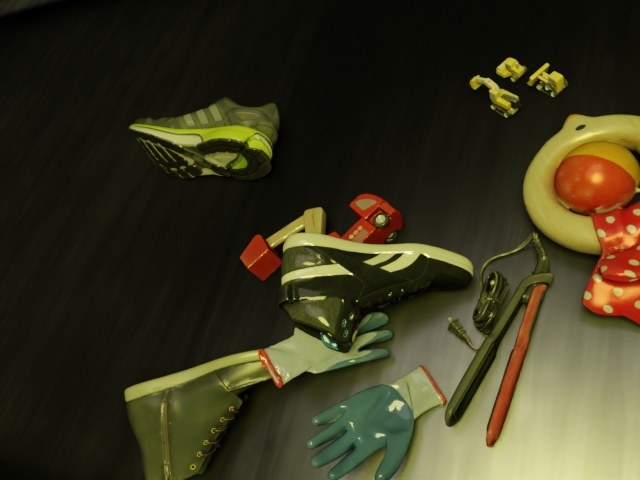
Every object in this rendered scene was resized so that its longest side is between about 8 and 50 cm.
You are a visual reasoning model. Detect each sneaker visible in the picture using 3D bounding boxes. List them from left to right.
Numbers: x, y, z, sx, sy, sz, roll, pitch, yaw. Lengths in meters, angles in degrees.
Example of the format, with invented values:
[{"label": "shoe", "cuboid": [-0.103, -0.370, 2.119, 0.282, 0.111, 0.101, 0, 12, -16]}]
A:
[{"label": "sneaker", "cuboid": [-0.193, -0.178, 0.816, 0.299, 0.111, 0.121, 10, 57, 24]}, {"label": "sneaker", "cuboid": [-0.113, 0.202, 0.573, 0.221, 0.083, 0.118, -18, 77, 4]}, {"label": "sneaker", "cuboid": [0.060, 0.067, 0.531, 0.216, 0.079, 0.121, 6, 66, 0]}]

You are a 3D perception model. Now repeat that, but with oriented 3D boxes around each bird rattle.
[{"label": "bird rattle", "cuboid": [0.317, -0.045, 0.500, 0.206, 0.143, 0.254, 25, 88, 46]}]

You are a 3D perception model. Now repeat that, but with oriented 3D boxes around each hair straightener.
[{"label": "hair straightener", "cuboid": [0.177, 0.087, 0.505, 0.088, 0.047, 0.231, 16, 70, 32]}]

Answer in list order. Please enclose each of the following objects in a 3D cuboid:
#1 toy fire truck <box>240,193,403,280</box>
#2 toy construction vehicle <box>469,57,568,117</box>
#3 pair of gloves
[{"label": "toy fire truck", "cuboid": [0.000, 0.000, 0.641, 0.192, 0.047, 0.135, -44, 54, -3]}, {"label": "toy construction vehicle", "cuboid": [0.264, -0.214, 0.647, 0.085, 0.035, 0.098, -38, 53, 1]}, {"label": "pair of gloves", "cuboid": [0.035, 0.153, 0.518, 0.159, 0.023, 0.198, -24, 58, -18]}]
